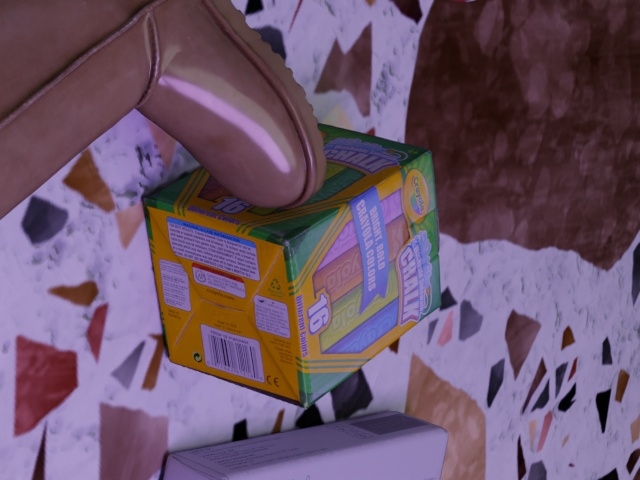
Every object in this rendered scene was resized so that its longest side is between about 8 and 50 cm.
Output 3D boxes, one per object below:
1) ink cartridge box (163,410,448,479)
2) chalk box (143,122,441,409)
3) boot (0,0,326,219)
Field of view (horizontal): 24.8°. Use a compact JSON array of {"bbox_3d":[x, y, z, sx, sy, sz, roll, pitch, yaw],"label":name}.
[{"bbox_3d":[-0.020,0.283,1.158,0.296,0.066,0.261,-1,103,-52],"label":"ink cartridge box"},{"bbox_3d":[0.000,0.000,1.032,0.213,0.132,0.132,-34,128,-43],"label":"chalk box"},{"bbox_3d":[-0.144,-0.056,0.831,0.269,0.089,0.236,-44,105,-38],"label":"boot"}]
